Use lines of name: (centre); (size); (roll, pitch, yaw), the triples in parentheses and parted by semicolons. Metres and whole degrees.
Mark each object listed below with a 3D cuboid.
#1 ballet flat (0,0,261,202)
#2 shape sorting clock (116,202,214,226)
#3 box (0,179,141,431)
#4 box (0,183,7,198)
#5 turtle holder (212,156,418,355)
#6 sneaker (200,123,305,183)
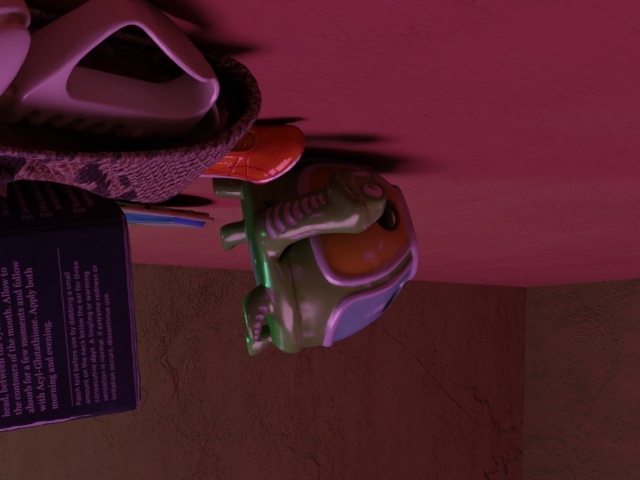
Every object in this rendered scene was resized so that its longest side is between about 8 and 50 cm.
ballet flat: (-0.205, -0.114, 0.792); (0.182, 0.164, 0.482); (-26, 166, 30)
shape sorting clock: (-0.276, -0.047, 1.948); (0.206, 0.040, 0.206); (2, 178, 0)
box: (-0.409, 0.054, 1.221); (0.395, 0.212, 0.293); (-7, -161, -17)
box: (-0.361, -0.101, 1.069); (0.114, 0.103, 0.203); (2, 175, 4)
turtle holder: (-0.004, -0.009, 1.474); (0.227, 0.243, 0.320); (-12, 136, -7)
sneaker: (-0.096, -0.095, 1.266); (0.175, 0.064, 0.067); (-4, 162, 31)
